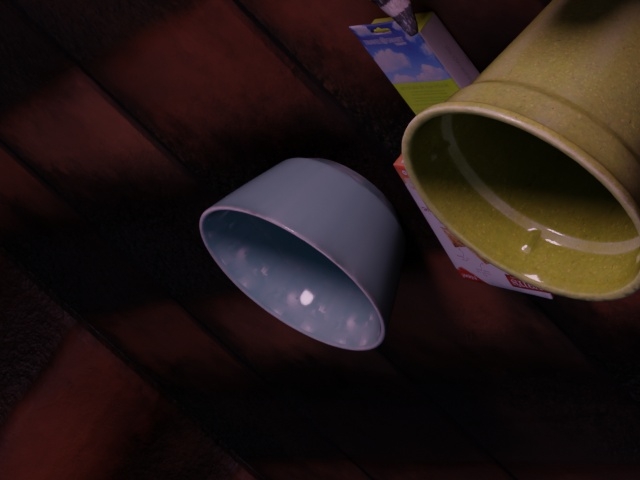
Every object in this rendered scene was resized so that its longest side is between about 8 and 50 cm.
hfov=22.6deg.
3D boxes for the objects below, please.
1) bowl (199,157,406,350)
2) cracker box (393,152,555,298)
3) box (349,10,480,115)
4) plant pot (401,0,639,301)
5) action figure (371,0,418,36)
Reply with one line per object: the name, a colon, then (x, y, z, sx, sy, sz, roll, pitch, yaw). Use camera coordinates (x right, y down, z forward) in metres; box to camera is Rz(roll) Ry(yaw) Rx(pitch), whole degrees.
bowl: (0.000, 0.000, 2.290, 0.311, 0.163, 0.311, 30, 155, 15)
cracker box: (0.212, -0.032, 2.066, 0.155, 0.067, 0.232, 12, 148, 44)
box: (0.125, -0.204, 1.893, 0.109, 0.042, 0.178, 1, 139, 51)
plant pot: (0.263, -0.122, 1.599, 0.276, 0.254, 0.276, 30, 155, 15)
action figure: (0.010, -0.352, 1.583, 0.330, 0.178, 0.341, 25, 176, -24)
